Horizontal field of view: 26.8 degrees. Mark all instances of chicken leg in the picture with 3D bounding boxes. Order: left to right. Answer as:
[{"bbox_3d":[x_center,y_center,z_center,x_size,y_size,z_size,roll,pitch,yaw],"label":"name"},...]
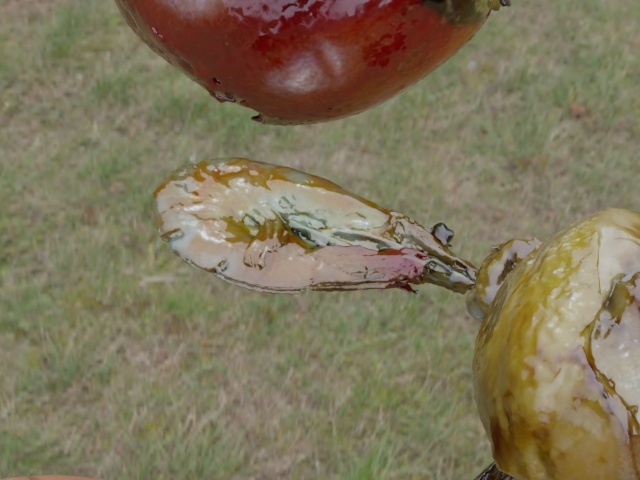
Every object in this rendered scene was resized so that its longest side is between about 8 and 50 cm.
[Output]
[{"bbox_3d":[0.098,0.035,0.553,0.087,0.251,0.107,45,93,-6],"label":"chicken leg"}]

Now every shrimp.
[{"bbox_3d":[0.000,0.001,1.133,0.294,0.062,0.154,12,40,5],"label":"shrimp"}]

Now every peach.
[{"bbox_3d":[-0.017,-0.288,1.340,0.416,0.353,0.339,8,1,43],"label":"peach"}]

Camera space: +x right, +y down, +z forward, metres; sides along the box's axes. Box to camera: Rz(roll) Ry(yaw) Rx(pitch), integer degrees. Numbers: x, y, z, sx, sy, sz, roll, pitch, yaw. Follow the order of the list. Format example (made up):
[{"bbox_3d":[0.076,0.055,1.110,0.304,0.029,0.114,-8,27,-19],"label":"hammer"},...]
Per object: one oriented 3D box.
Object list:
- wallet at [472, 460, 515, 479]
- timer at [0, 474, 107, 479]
[{"bbox_3d":[0.163,0.210,1.019,0.243,0.039,0.133,-40,41,-3],"label":"wallet"},{"bbox_3d":[-0.135,0.224,0.623,0.215,0.229,0.229,-2,54,-16],"label":"timer"}]
